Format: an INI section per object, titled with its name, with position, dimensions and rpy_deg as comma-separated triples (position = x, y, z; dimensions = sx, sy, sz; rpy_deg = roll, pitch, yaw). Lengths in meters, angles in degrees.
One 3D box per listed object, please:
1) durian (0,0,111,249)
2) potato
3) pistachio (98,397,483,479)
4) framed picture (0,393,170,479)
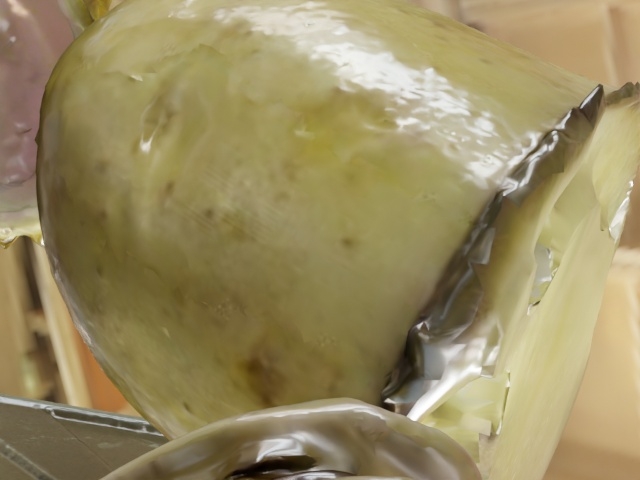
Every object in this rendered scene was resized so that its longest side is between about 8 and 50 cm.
[durian]
position = -0.182, -0.110, 0.911
dimensions = 0.250, 0.183, 0.138
rpy_deg = 57, 10, -19
[potato]
position = 0.000, 0.000, 0.773
dimensions = 0.285, 0.242, 0.242
rpy_deg = 16, 55, -72
[pistachio]
position = -0.038, 0.127, 0.487
dimensions = 0.131, 0.206, 0.129
rpy_deg = 44, 12, -17
[framed picture]
position = -0.126, 0.165, 1.230
dimensions = 0.335, 0.247, 0.022
rpy_deg = -98, -162, -79
